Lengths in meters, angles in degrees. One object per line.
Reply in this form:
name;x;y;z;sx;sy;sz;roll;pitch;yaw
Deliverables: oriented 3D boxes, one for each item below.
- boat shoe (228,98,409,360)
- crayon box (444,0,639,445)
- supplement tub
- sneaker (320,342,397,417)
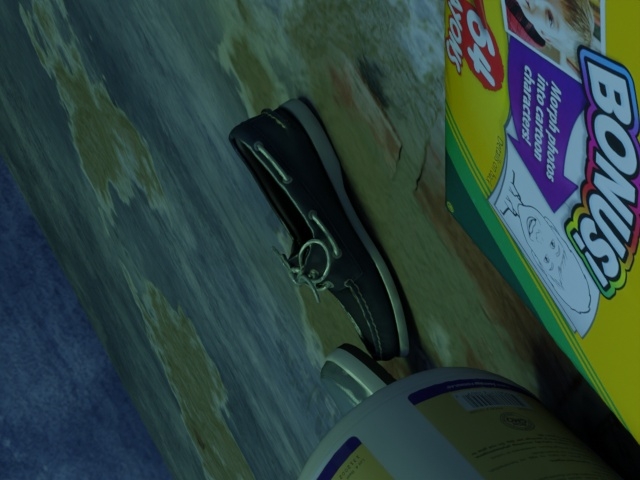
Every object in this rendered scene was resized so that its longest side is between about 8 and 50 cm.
boat shoe;0.000;0.000;1.711;0.254;0.079;0.095;66;161;-7
crayon box;0.184;-0.046;0.966;0.313;0.106;0.363;54;162;34
supplement tub;0.142;0.264;1.345;0.331;0.241;0.241;45;155;52
sneaker;0.046;0.254;1.706;0.295;0.178;0.124;55;167;6
